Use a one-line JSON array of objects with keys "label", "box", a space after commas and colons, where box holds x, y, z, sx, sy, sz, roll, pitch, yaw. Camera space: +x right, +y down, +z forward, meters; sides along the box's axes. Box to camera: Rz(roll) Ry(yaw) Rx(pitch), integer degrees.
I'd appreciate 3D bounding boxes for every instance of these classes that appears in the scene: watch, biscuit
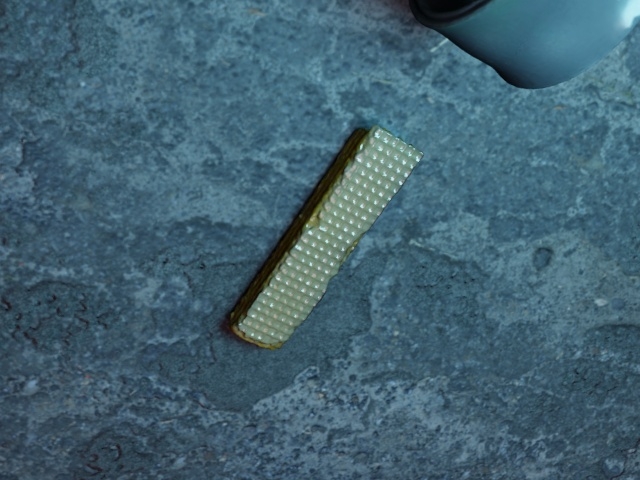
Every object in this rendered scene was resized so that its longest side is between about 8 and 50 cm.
[{"label": "watch", "box": [0.249, -0.362, 1.120, 0.314, 0.327, 0.335, 26, 107, -29]}, {"label": "biscuit", "box": [0.000, 0.000, 1.415, 0.094, 0.054, 0.379, 27, 109, -25]}]
